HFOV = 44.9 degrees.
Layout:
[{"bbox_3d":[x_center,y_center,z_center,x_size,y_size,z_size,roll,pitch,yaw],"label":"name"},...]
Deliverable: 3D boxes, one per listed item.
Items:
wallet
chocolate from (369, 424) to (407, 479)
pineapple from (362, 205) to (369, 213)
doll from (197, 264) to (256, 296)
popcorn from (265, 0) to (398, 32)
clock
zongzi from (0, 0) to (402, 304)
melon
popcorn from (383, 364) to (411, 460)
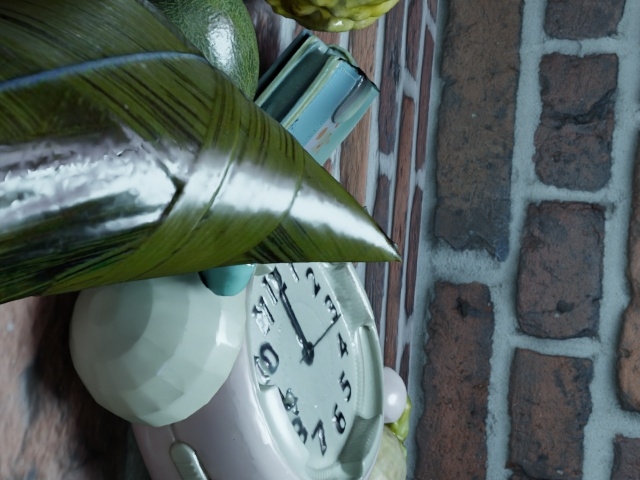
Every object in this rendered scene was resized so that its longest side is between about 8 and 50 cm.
[{"bbox_3d":[-0.014,-0.158,0.967,0.176,0.075,0.250,-50,170,10],"label":"wallet"},{"bbox_3d":[-0.003,0.300,0.806,0.309,0.134,0.134,-53,146,-51],"label":"chocolate"},{"bbox_3d":[0.000,0.000,1.112,0.277,0.119,0.130,-39,113,-73],"label":"pineapple"},{"bbox_3d":[-0.119,-0.041,0.546,0.059,0.159,0.159,117,-19,-50],"label":"doll"},{"bbox_3d":[0.014,-0.336,0.791,0.332,0.265,0.225,-1,101,-57],"label":"popcorn"},{"bbox_3d":[-0.058,0.104,0.712,0.342,0.184,0.326,-63,138,-61],"label":"clock"},{"bbox_3d":[-0.099,-0.008,0.396,0.138,0.300,0.286,-50,-171,37],"label":"zongzi"},{"bbox_3d":[-0.109,-0.156,0.636,0.167,0.114,0.114,79,21,-48],"label":"melon"},{"bbox_3d":[0.025,0.267,1.120,0.259,0.212,0.259,12,90,-78],"label":"popcorn"}]
